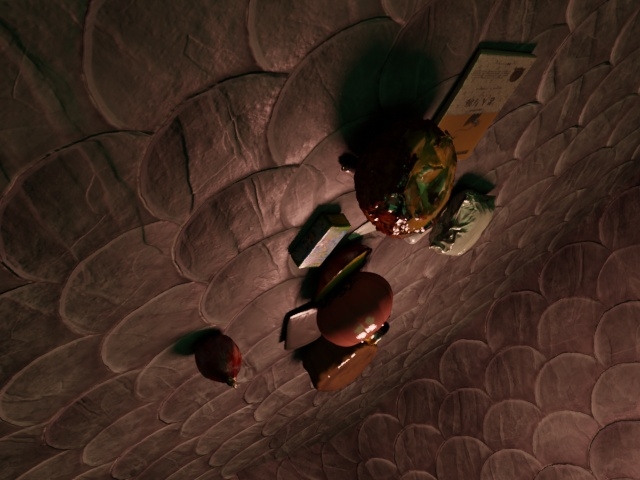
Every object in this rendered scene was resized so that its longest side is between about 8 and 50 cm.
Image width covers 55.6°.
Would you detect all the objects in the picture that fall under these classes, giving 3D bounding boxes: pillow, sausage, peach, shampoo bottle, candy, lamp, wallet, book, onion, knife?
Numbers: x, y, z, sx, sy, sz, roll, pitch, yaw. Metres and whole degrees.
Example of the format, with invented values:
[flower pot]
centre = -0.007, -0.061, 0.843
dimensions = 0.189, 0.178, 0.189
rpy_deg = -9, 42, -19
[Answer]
[pillow]
centre = 0.536, -0.069, 2.286
dimensions = 0.283, 0.138, 0.310
rpy_deg = -57, 152, 16
[sausage]
centre = 0.127, -0.181, 1.750
dimensions = 0.033, 0.033, 0.269
rpy_deg = -44, 152, 17
[peach]
centre = 0.060, 0.103, 2.096
dimensions = 0.279, 0.068, 0.189
rpy_deg = -43, 162, 9
[shampoo bottle]
centre = 0.373, -0.068, 2.170
dimensions = 0.192, 0.074, 0.074
rpy_deg = -39, 155, -16
[candy]
centre = 0.000, 0.000, 1.868
dimensions = 0.097, 0.062, 0.194
rpy_deg = -3, 140, -47
[lamp]
centre = 0.135, 0.258, 2.189
dimensions = 0.305, 0.240, 0.305
rpy_deg = -39, -170, 8
[wallet]
centre = -0.062, 0.326, 2.341
dimensions = 0.168, 0.052, 0.245
rpy_deg = -22, 145, -24
[book]
centre = 0.446, -0.385, 1.785
dimensions = 0.268, 0.032, 0.389
rpy_deg = -11, 144, -37
[onion]
centre = -0.325, 0.409, 2.013
dimensions = 0.159, 0.195, 0.159
rpy_deg = -28, 144, -22
[knife]
centre = 0.243, -0.071, 2.055
dimensions = 0.335, 0.043, 0.081
rpy_deg = -20, 144, -22

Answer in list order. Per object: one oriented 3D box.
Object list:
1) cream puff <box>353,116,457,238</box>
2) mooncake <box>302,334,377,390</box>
[cream puff]
centre = 0.220, -0.169, 1.649
dimensions = 0.350, 0.228, 0.351
rpy_deg = -22, 120, -44
[mooncake]
centre = 0.076, 0.494, 2.615
dimensions = 0.324, 0.187, 0.324
rpy_deg = -29, 152, -17
